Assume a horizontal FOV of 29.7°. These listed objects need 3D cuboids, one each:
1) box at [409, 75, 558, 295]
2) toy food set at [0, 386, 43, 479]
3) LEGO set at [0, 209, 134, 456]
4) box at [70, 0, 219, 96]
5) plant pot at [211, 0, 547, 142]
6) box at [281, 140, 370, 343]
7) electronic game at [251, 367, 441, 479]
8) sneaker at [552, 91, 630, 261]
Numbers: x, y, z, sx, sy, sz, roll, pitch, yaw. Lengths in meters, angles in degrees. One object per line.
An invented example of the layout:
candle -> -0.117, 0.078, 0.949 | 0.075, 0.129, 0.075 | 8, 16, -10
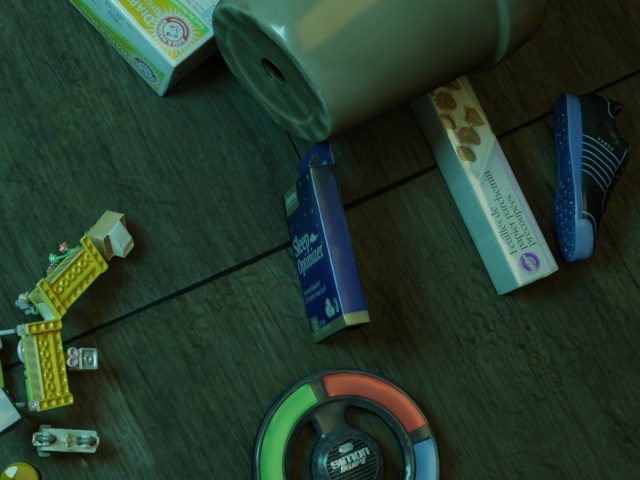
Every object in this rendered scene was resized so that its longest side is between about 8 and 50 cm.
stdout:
box -> 0.195, -0.091, 1.532 | 0.063, 0.067, 0.324 | -23, 83, -19
toy food set -> -0.380, 0.185, 1.274 | 0.111, 0.104, 0.232 | -36, 85, -11
LEGO set -> -0.303, 0.094, 1.344 | 0.132, 0.107, 0.287 | 27, 61, -46
box -> -0.211, -0.291, 1.439 | 0.203, 0.103, 0.114 | 46, 69, -2
plant pot -> 0.041, -0.269, 1.352 | 0.280, 0.323, 0.323 | -42, 91, -18
box -> 0.000, 0.000, 1.414 | 0.037, 0.136, 0.225 | -8, 79, -18
electronic game -> 0.032, 0.262, 1.408 | 0.229, 0.048, 0.229 | 4, 76, -15
sneaker -> 0.356, -0.083, 1.567 | 0.091, 0.081, 0.232 | 4, 74, -8
